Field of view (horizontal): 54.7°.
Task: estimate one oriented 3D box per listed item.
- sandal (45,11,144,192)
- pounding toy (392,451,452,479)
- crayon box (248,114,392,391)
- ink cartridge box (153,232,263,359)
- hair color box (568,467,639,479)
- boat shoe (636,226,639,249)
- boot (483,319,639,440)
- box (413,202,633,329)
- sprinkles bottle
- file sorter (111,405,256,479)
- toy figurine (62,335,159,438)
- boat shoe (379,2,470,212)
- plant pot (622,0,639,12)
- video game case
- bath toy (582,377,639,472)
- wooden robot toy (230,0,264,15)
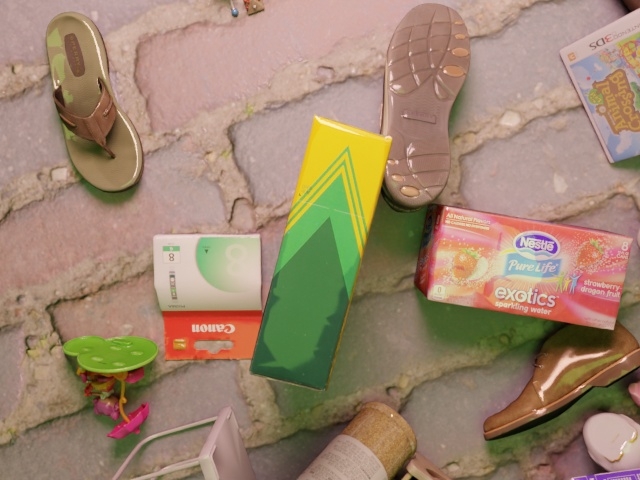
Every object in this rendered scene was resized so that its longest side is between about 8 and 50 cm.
[{"bbox_3d":[-0.383,-0.220,1.003,0.120,0.086,0.303,-18,96,2],"label":"sandal"},{"bbox_3d":[0.207,0.507,1.051,0.269,0.154,0.155,40,94,-4],"label":"pounding toy"},{"bbox_3d":[0.000,0.000,0.890,0.106,0.363,0.313,14,96,-1],"label":"crayon box"},{"bbox_3d":[-0.189,0.100,1.057,0.180,0.056,0.225,0,94,0],"label":"ink cartridge box"},{"bbox_3d":[0.543,0.435,1.002,0.338,0.185,0.110,-3,55,-7],"label":"hair color box"},{"bbox_3d":[0.661,0.017,1.027,0.302,0.103,0.113,15,109,-3],"label":"boat shoe"},{"bbox_3d":[0.399,0.240,1.069,0.305,0.112,0.115,-35,65,7],"label":"boot"},{"bbox_3d":[0.319,0.036,1.007,0.299,0.142,0.154,10,95,-1],"label":"box"},{"bbox_3d":[0.009,0.406,0.960,0.355,0.121,0.121,-38,97,-37],"label":"sprinkles bottle"},{"bbox_3d":[-0.199,0.461,1.028,0.173,0.193,0.278,-18,96,4],"label":"file sorter"},{"bbox_3d":[-0.356,0.258,1.054,0.173,0.130,0.159,7,106,21],"label":"toy figurine"},{"bbox_3d":[0.145,-0.209,0.984,0.132,0.130,0.356,16,73,-5],"label":"boat shoe"},{"bbox_3d":[0.543,-0.422,0.942,0.230,0.215,0.215,39,95,10],"label":"plant pot"},{"bbox_3d":[0.498,-0.243,0.964,0.023,0.193,0.213,-31,97,-31],"label":"video game case"},{"bbox_3d":[0.610,0.274,1.048,0.348,0.151,0.129,-44,130,4],"label":"bath toy"},{"bbox_3d":[-0.158,-0.437,0.985,0.076,0.079,0.173,-44,95,5],"label":"wooden robot toy"}]
